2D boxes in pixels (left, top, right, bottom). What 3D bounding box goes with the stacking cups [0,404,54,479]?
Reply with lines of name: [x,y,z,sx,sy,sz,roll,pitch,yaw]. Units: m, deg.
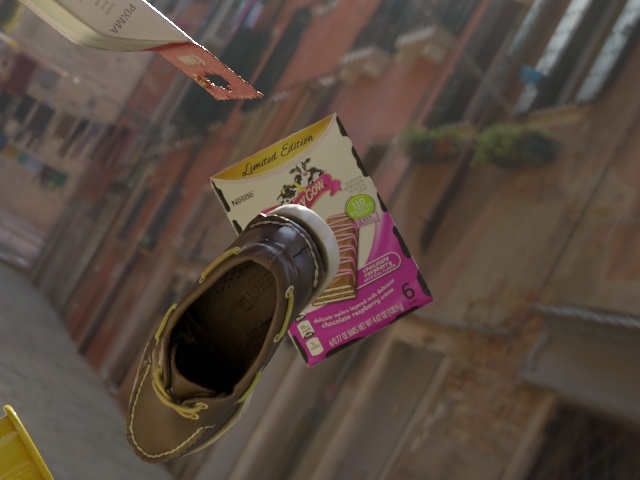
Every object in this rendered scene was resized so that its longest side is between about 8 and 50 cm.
stacking cups: [-0.341,0.238,0.982,0.096,0.316,0.096,55,-14,21]

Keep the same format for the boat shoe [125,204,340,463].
boat shoe: [-0.102,0.103,1.247,0.116,0.324,0.096,43,33,7]

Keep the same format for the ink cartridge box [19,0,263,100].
ink cartridge box: [-0.171,-0.177,1.199,0.224,0.056,0.181,40,-7,-17]

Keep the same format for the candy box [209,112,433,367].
candy box: [0.000,0.000,1.495,0.233,0.159,0.071,62,-5,2]
